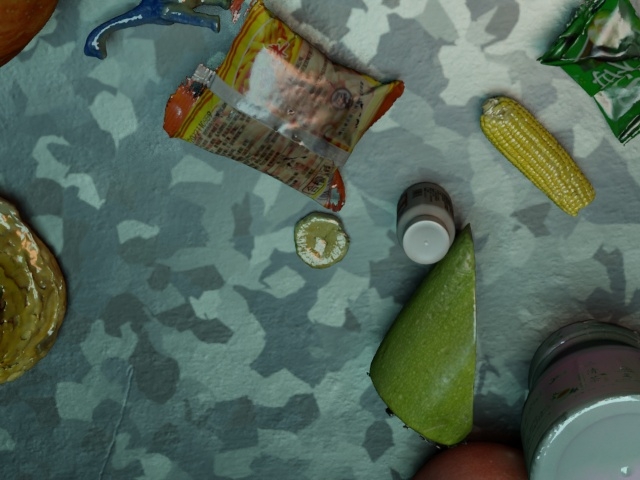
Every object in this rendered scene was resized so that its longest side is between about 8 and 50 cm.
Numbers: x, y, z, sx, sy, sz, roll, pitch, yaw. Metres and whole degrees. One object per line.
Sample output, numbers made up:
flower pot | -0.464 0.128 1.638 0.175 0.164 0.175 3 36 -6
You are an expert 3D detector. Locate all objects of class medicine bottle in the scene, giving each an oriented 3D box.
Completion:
medicine bottle | 0.392 0.255 1.645 0.244 0.290 0.245 1 109 3
medicine bottle | 0.142 -0.021 1.637 0.079 0.140 0.079 1 111 4

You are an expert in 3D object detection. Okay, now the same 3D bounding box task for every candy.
candy | 0.392 -0.233 1.577 0.203 0.078 0.141 39 120 -23

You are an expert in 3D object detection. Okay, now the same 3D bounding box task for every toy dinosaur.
toy dinosaur | -0.209 -0.352 1.576 0.188 0.075 0.248 6 102 4

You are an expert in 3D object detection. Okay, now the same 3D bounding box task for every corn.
corn | 0.291 -0.115 1.630 0.067 0.067 0.206 -42 103 17

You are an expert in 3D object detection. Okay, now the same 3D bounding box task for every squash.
squash | 0.199 0.133 1.666 0.189 0.189 0.260 33 110 -8

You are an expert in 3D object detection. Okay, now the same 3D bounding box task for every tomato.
tomato | 0.229 0.417 1.741 0.224 0.256 0.256 25 111 -22

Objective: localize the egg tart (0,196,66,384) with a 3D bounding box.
egg tart | -0.540 0.086 1.738 0.341 0.129 0.341 2 110 5

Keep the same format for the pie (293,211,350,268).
pie | 0.000 0.000 1.720 0.084 0.020 0.084 1 108 4

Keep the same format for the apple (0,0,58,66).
apple | -0.432 -0.358 1.492 0.250 0.277 0.309 -23 133 -29

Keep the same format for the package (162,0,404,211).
package | -0.038 -0.175 1.594 0.288 0.108 0.223 23 110 -25
